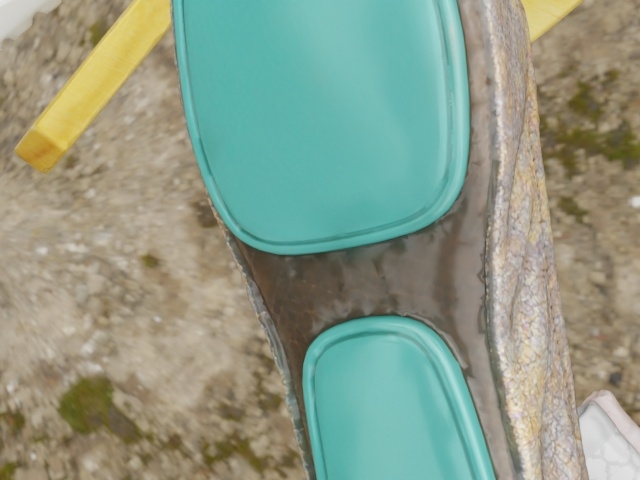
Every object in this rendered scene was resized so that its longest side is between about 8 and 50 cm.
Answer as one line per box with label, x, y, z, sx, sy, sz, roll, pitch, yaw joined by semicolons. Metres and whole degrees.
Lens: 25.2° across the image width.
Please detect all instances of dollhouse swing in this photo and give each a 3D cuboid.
dollhouse swing;0.001;-0.151;1.034;0.315;0.347;0.305;25;107;-7

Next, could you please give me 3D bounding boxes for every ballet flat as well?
ballet flat;0.028;-0.001;0.452;0.108;0.106;0.315;-3;102;28

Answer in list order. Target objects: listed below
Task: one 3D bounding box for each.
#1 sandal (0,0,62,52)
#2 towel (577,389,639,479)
sandal;-0.310;-0.136;0.931;0.169;0.102;0.416;32;72;33
towel;0.137;0.297;0.824;0.332;0.053;0.317;-41;88;17
